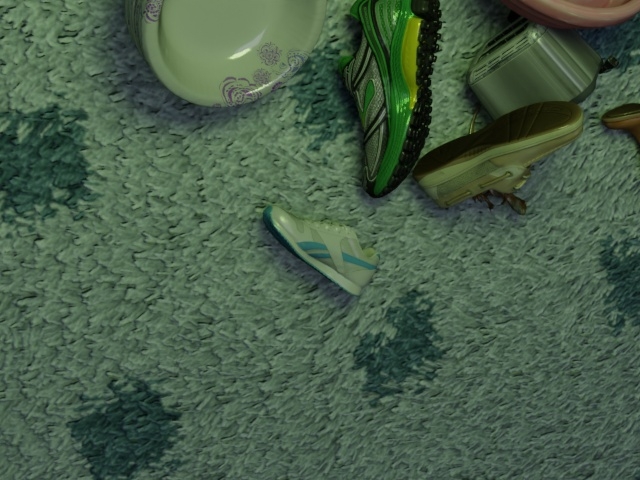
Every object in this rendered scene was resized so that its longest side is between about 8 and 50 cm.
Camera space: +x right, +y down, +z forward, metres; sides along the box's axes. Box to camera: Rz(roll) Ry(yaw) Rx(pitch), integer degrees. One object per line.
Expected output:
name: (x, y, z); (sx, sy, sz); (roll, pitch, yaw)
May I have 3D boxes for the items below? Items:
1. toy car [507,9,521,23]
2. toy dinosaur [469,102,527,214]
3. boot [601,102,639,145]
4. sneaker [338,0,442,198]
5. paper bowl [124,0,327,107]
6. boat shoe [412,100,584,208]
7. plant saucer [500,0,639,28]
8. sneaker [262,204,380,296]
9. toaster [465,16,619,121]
toy car: (0.352, -0.407, 1.495); (0.040, 0.060, 0.122); (-12, 118, -43)
toy dinosaur: (0.280, -0.123, 1.563); (0.112, 0.064, 0.211); (-40, 106, -29)
boot: (0.594, -0.168, 1.610); (0.197, 0.073, 0.152); (-5, 110, -9)
sneaker: (0.104, -0.235, 1.464); (0.146, 0.134, 0.344); (13, 113, 20)
paper bowl: (-0.144, -0.348, 1.310); (0.284, 0.148, 0.284); (-19, 135, -20)
boat shoe: (0.293, -0.130, 1.441); (0.302, 0.109, 0.098); (-21, 117, 37)
plant saucer: (0.357, -0.451, 1.391); (0.332, 0.084, 0.332); (9, 60, -17)
sneaker: (0.000, 0.000, 1.512); (0.228, 0.087, 0.092); (36, 87, -27)
toaster: (0.345, -0.276, 1.453); (0.146, 0.227, 0.129); (44, 50, -15)
